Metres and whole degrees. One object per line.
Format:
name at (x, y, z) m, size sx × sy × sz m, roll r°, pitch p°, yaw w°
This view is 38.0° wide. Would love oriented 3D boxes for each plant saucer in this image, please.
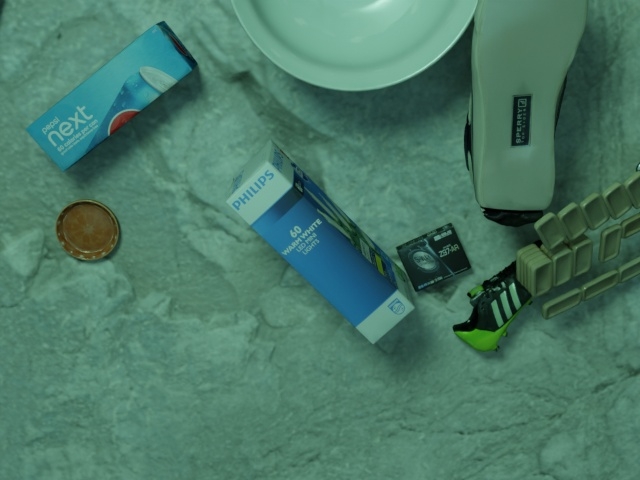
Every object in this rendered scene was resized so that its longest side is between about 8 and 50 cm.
plant saucer at (-0.308, -0.015, 1.230) m, size 0.083 × 0.013 × 0.083 m, roll 0°, pitch 108°, yaw -1°

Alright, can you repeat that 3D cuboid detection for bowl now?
bowl at (0.039, -0.329, 1.076) m, size 0.298 × 0.134 × 0.297 m, roll 0°, pitch 107°, yaw -1°

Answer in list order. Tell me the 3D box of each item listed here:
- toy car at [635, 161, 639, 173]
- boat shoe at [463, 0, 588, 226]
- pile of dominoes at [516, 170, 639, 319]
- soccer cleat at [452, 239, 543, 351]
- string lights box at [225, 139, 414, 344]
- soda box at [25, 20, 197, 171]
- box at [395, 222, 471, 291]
toy car at (0.477, -0.188, 1.176) m, size 0.239 × 0.053 × 0.225 m, roll -26°, pitch 106°, yaw 6°
boat shoe at (0.224, -0.200, 1.101) m, size 0.127 × 0.158 × 0.340 m, roll 3°, pitch 114°, yaw -4°
pile of dominoes at (0.367, -0.014, 1.182) m, size 0.251 × 0.040 × 0.196 m, roll -25°, pitch 137°, yaw -11°
soccer cleat at (0.244, 0.070, 1.249) m, size 0.072 × 0.060 × 0.179 m, roll 27°, pitch 108°, yaw -8°
string lights box at (0.000, 0.000, 1.180) m, size 0.077 × 0.133 × 0.260 m, roll -42°, pitch 104°, yaw 12°
soda box at (-0.257, -0.179, 1.151) m, size 0.210 × 0.067 × 0.071 m, roll -36°, pitch 105°, yaw 10°
box at (0.152, 0.023, 1.251) m, size 0.083 × 0.018 × 0.067 m, roll -24°, pitch 107°, yaw 6°
